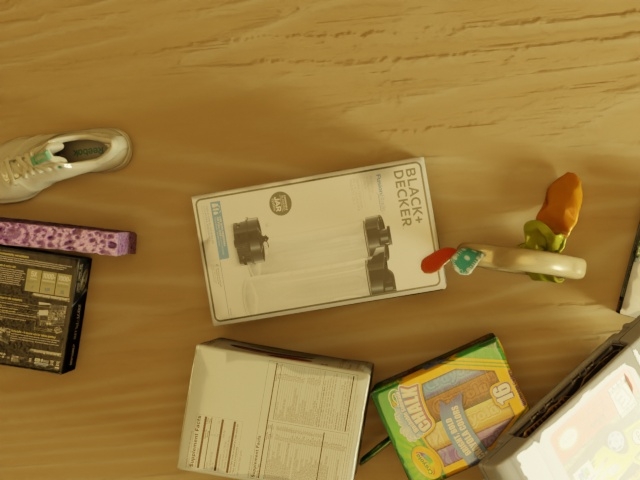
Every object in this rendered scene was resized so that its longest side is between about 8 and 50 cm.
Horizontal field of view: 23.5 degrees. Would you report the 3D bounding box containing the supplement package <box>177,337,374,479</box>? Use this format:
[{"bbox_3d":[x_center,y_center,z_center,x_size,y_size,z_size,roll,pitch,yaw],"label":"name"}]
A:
[{"bbox_3d":[-0.048,0.206,1.832,0.203,0.194,0.149,9,90,3],"label":"supplement package"}]

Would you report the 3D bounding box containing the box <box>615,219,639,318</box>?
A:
[{"bbox_3d":[0.495,0.042,1.873,0.233,0.044,0.159,15,91,4],"label":"box"}]

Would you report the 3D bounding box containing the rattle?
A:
[{"bbox_3d":[0.223,-0.018,1.830,0.200,0.130,0.142,10,103,-20],"label":"rattle"}]

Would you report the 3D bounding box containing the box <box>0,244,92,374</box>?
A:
[{"bbox_3d":[-0.389,0.080,1.913,0.180,0.077,0.147,8,90,3],"label":"box"}]

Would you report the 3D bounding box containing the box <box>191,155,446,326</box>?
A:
[{"bbox_3d":[0.000,0.000,1.884,0.290,0.087,0.169,-8,89,3],"label":"box"}]

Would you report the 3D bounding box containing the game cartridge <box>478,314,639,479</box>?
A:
[{"bbox_3d":[0.330,0.248,1.798,0.294,0.060,0.196,-39,115,-24],"label":"game cartridge"}]

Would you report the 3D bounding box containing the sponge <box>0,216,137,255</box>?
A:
[{"bbox_3d":[-0.340,-0.007,1.891,0.210,0.117,0.031,6,92,4],"label":"sponge"}]

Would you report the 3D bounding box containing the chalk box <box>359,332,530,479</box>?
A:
[{"bbox_3d":[0.139,0.212,1.852,0.213,0.132,0.132,-23,89,2],"label":"chalk box"}]

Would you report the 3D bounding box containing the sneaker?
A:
[{"bbox_3d":[-0.344,-0.100,1.904,0.212,0.094,0.080,-17,90,4],"label":"sneaker"}]
